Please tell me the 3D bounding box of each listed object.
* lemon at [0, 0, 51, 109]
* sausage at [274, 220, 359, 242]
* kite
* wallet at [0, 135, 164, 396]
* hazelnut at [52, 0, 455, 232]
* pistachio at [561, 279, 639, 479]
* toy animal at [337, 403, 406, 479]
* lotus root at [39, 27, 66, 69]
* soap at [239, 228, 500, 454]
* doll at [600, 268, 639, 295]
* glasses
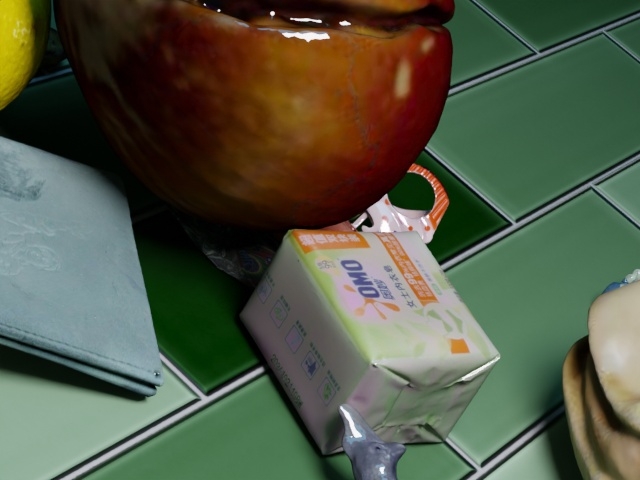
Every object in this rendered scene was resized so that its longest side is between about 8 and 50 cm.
[{"bbox_3d":[-0.390,-0.229,1.842,0.253,0.228,0.228,3,42,-42],"label":"lemon"},{"bbox_3d":[0.000,0.000,1.980,0.141,0.076,0.076,50,36,17],"label":"sausage"},{"bbox_3d":[-0.047,-0.023,2.049,0.152,0.015,0.285,44,37,14],"label":"kite"},{"bbox_3d":[-0.279,0.009,1.731,0.251,0.054,0.290,20,36,-34],"label":"wallet"},{"bbox_3d":[-0.071,-0.188,1.854,0.402,0.402,0.429,5,13,-36],"label":"hazelnut"},{"bbox_3d":[0.426,0.190,1.901,0.365,0.281,0.445,29,28,4],"label":"pistachio"},{"bbox_3d":[0.094,0.326,1.637,0.206,0.081,0.367,24,40,-19],"label":"toy animal"},{"bbox_3d":[-0.323,-0.222,2.053,0.099,0.049,0.054,2,40,-46],"label":"lotus root"},{"bbox_3d":[0.048,0.098,1.846,0.182,0.138,0.199,-1,45,-39],"label":"soap"},{"bbox_3d":[0.379,0.082,2.224,0.083,0.050,0.076,-15,73,-51],"label":"doll"},{"bbox_3d":[0.027,-0.050,2.076,0.255,0.095,0.162,42,64,10],"label":"glasses"}]
